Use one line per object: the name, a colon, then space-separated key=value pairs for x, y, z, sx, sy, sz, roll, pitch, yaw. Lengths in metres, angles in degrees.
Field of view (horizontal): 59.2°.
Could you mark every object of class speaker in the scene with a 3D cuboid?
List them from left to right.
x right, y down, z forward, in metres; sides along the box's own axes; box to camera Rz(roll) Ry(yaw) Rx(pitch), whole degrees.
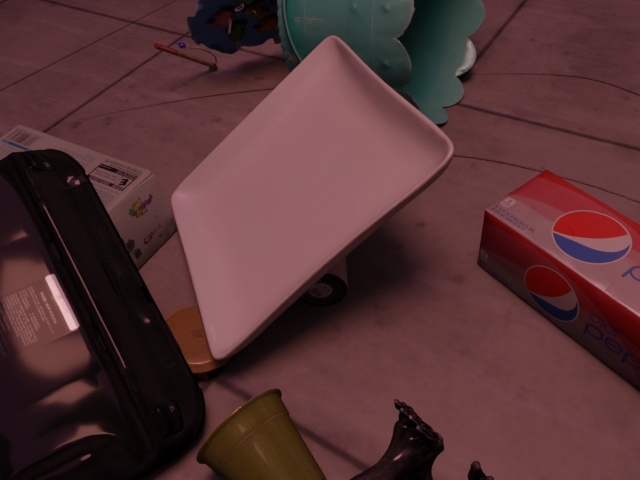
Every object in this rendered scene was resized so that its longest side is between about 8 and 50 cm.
speaker: x=0.000 y=0.000 z=0.599 sx=0.055 sy=0.055 sz=0.136 roll=-4 pitch=47 yaw=4

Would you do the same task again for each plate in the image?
plate: x=-0.029 y=-0.055 z=0.576 sx=0.277 sy=0.045 sz=0.278 roll=-43 pitch=43 yaw=12

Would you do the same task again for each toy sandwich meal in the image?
toy sandwich meal: x=-0.120 y=0.098 z=0.545 sx=0.086 sy=0.029 sz=0.085 roll=4 pitch=45 yaw=-4

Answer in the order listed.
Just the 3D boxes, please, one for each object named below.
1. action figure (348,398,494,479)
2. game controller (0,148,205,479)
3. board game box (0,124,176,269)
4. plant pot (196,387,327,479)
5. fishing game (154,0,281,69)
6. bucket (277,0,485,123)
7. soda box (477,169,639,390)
action figure: x=-0.021 y=0.214 z=0.325 sx=0.276 sy=0.141 sz=0.164 roll=-42 pitch=35 yaw=-10
game controller: x=-0.235 y=0.064 z=0.487 sx=0.167 sy=0.067 sz=0.319 roll=-28 pitch=75 yaw=-16
board game box: x=-0.344 y=0.022 z=0.601 sx=0.224 sy=0.097 sz=0.303 roll=20 pitch=53 yaw=24
plant pot: x=-0.039 y=0.173 z=0.436 sx=0.083 sy=0.083 sz=0.079 roll=-36 pitch=66 yaw=-23
fishing game: x=-0.096 y=-0.314 z=0.806 sx=0.264 sy=0.189 sz=0.041 roll=-23 pitch=82 yaw=27
bucket: x=0.084 y=-0.294 z=0.721 sx=0.183 sy=0.281 sz=0.281 roll=14 pitch=51 yaw=28
soda box: x=0.266 y=0.048 z=0.495 sx=0.092 sy=0.083 sz=0.263 roll=-31 pitch=50 yaw=-19
